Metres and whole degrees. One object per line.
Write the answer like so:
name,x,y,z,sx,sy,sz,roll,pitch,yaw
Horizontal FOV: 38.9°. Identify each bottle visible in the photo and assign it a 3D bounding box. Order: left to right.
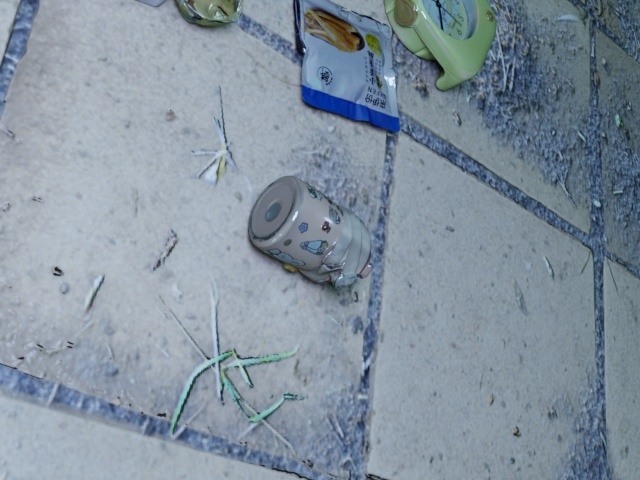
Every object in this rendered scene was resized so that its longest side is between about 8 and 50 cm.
bottle,0.001,-0.001,1.035,0.152,0.099,0.099,33,54,-34

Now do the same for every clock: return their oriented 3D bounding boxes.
clock,0.157,-0.348,1.327,0.232,0.069,0.170,45,50,-20

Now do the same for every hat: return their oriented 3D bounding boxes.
hat,-0.132,-0.284,1.042,0.077,0.059,0.076,4,88,-37

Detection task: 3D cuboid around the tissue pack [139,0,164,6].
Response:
tissue pack,-0.204,-0.405,0.965,0.159,0.136,0.246,10,68,-40

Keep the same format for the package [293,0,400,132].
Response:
package,0.037,-0.237,1.201,0.171,0.027,0.173,12,63,-39
